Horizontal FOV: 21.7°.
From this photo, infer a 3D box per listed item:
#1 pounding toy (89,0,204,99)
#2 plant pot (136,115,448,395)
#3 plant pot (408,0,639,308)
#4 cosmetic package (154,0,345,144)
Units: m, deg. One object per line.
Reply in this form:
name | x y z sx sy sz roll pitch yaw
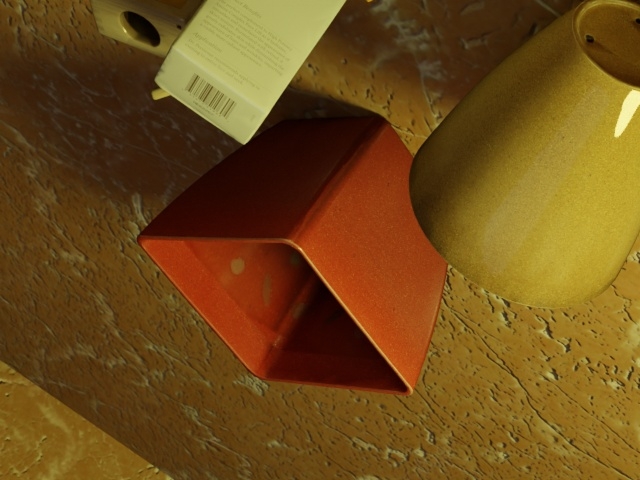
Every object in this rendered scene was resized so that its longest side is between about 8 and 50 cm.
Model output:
pounding toy | -0.141 -0.242 1.770 0.206 0.181 0.094 22 150 19
plant pot | 0.000 0.000 1.954 0.267 0.235 0.267 1 138 44
plant pot | 0.238 -0.101 1.587 0.237 0.237 0.254 32 139 3
cosmetic package | -0.054 -0.223 1.655 0.117 0.231 0.085 36 152 -4
